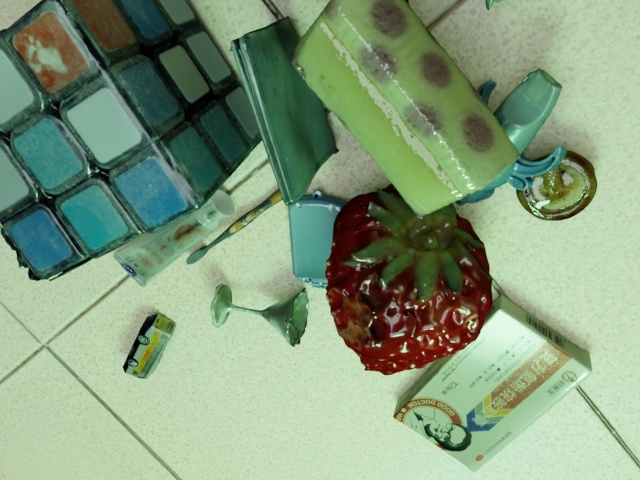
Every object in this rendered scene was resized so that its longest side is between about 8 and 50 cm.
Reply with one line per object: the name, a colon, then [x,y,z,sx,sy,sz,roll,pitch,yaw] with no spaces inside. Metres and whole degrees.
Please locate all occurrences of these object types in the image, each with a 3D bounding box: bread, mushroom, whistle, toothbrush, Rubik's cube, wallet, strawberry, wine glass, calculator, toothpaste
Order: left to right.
Rubik's cube: [-0.346,-0.195,1.062,0.359,0.363,0.362,-26,105,27]
toothpaste: [-0.304,-0.001,1.312,0.323,0.066,0.100,-31,109,31]
toothbrush: [-0.156,-0.035,1.268,0.321,0.031,0.023,-33,104,27]
wine glass: [-0.124,0.145,1.305,0.183,0.122,0.122,10,118,17]
wallet: [-0.048,-0.214,1.004,0.054,0.290,0.251,-15,112,15]
calculator: [0.000,0.000,1.235,0.121,0.039,0.210,3,116,14]
strawberry: [0.144,0.097,1.124,0.317,0.295,0.345,49,154,30]
bread: [0.123,-0.206,0.939,0.338,0.155,0.187,50,147,-7]
whistle: [0.291,-0.154,1.032,0.180,0.093,0.269,55,133,24]
mushroom: [0.388,-0.088,1.053,0.127,0.087,0.127,7,114,17]

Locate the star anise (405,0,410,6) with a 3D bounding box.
star anise: [0.070,-0.470,0.916,0.148,0.237,0.346,22,146,36]

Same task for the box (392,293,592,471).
box: [0.331,0.294,1.272,0.214,0.069,0.353,35,121,-2]

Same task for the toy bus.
toy bus: [-0.391,0.245,1.460,0.072,0.057,0.172,27,120,-9]

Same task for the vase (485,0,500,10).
vase: [0.381,-0.403,0.877,0.299,0.143,0.143,0,115,13]
